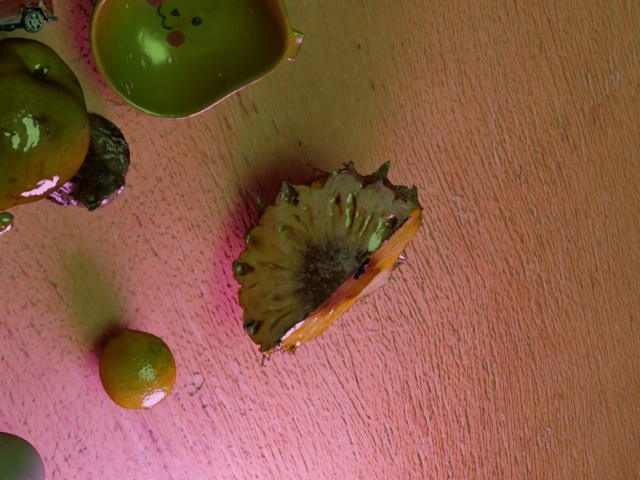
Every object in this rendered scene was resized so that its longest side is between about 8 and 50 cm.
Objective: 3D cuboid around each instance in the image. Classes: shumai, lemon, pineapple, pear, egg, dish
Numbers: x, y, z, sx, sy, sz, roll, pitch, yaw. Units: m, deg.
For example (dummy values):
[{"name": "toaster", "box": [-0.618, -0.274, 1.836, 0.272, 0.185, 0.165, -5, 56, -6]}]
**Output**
[{"name": "shumai", "box": [-0.297, -0.101, 1.613, 0.139, 0.105, 0.123, -24, 122, -65]}, {"name": "lemon", "box": [-0.257, 0.185, 1.750, 0.109, 0.109, 0.133, -31, 120, -31]}, {"name": "pineapple", "box": [0.001, 0.000, 1.912, 0.344, 0.209, 0.286, -45, 169, 12]}, {"name": "pear", "box": [-0.364, -0.135, 1.457, 0.200, 0.200, 0.200, -19, 119, -37]}, {"name": "egg", "box": [-0.446, 0.328, 1.602, 0.192, 0.149, 0.149, -34, 128, -39]}, {"name": "dish", "box": [-0.166, -0.288, 1.594, 0.262, 0.108, 0.221, -21, 131, 5]}]

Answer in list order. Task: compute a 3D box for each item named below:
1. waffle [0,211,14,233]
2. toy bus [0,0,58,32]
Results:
[{"name": "waffle", "box": [-0.480, -0.016, 1.394, 0.243, 0.238, 0.058, 38, 37, -44]}, {"name": "toy bus", "box": [-0.401, -0.276, 1.448, 0.174, 0.079, 0.077, -14, 108, -38]}]
